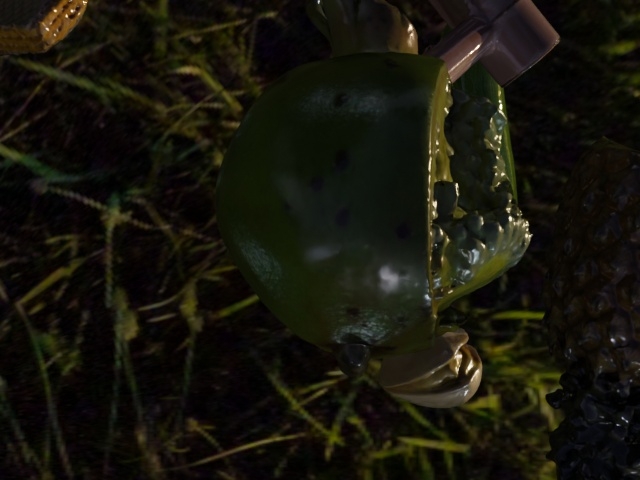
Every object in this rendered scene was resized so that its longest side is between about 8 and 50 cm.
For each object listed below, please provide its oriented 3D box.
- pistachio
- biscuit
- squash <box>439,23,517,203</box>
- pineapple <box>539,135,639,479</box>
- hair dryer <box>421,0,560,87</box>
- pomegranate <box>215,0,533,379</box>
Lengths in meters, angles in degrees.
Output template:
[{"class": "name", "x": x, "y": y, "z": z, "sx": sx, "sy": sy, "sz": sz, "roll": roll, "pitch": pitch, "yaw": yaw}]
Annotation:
[{"class": "pistachio", "x": 0.157, "y": 0.186, "z": 1.638, "sx": 0.145, "sy": 0.200, "sz": 0.117, "roll": -30, "pitch": 105, "yaw": -3}, {"class": "biscuit", "x": -0.427, "y": -0.282, "z": 1.429, "sx": 0.094, "sy": 0.379, "sz": 0.054, "roll": -56, "pitch": 133, "yaw": -22}, {"class": "squash", "x": 0.240, "y": -0.186, "z": 1.783, "sx": 0.107, "sy": 0.107, "sz": 0.394, "roll": -16, "pitch": 105, "yaw": -28}, {"class": "pineapple", "x": 0.273, "y": 0.093, "z": 1.045, "sx": 0.202, "sy": 0.202, "sz": 0.361, "roll": 21, "pitch": 90, "yaw": -22}, {"class": "hair dryer", "x": 0.158, "y": -0.246, "z": 1.455, "sx": 0.189, "sy": 0.107, "sz": 0.344, "roll": 50, "pitch": 49, "yaw": -4}, {"class": "pomegranate", "x": 0.036, "y": -0.062, "z": 0.944, "sx": 0.261, "sy": 0.260, "sz": 0.340, "roll": 5, "pitch": 66, "yaw": -25}]
